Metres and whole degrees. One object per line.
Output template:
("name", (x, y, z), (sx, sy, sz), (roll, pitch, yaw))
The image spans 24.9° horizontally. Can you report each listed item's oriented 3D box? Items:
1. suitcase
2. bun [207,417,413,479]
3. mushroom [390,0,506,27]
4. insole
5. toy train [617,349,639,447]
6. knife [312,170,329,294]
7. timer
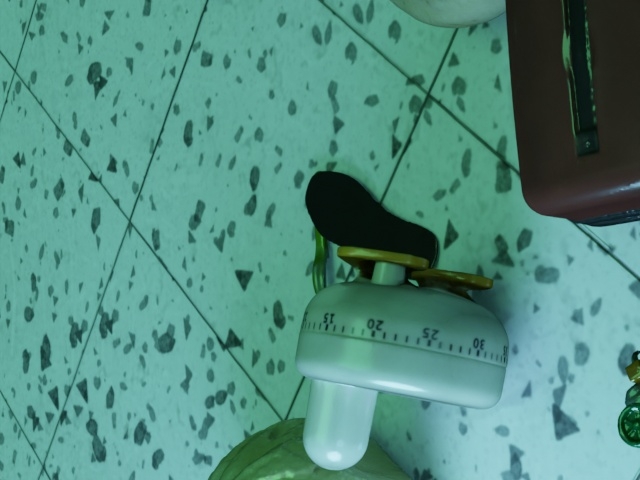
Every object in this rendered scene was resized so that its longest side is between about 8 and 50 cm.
("suitcase", (0.299, -0.169, 1.370), (0.236, 0.161, 0.297), (-13, 77, 50))
("bun", (-0.024, 0.393, 1.711), (0.349, 0.227, 0.352), (3, 93, 50))
("mushroom", (0.135, -0.355, 1.561), (0.246, 0.202, 0.246), (-26, 60, 56))
("insole", (0.058, -0.018, 1.786), (0.253, 0.005, 0.086), (34, 106, 45))
("toy train", (0.365, 0.184, 1.333), (0.136, 0.091, 0.227), (-42, 55, 30))
("knife", (0.000, 0.000, 1.859), (0.022, 0.026, 0.184), (-10, 77, 37))
("timer", (0.083, 0.141, 1.570), (0.233, 0.233, 0.240), (3, 80, 52))
